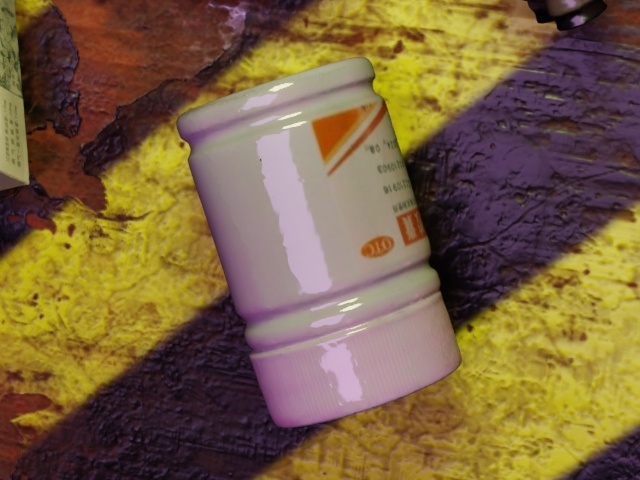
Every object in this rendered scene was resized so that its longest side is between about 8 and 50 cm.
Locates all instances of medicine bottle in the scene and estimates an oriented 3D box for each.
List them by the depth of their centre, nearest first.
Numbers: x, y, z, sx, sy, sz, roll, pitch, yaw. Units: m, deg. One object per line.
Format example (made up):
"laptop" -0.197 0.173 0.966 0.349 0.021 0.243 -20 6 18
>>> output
"medicine bottle" 0.000 0.000 1.658 0.202 0.202 0.316 -16 94 18

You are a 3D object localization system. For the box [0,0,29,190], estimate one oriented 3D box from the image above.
"box" -0.395 -0.169 1.777 0.164 0.069 0.257 -12 76 18

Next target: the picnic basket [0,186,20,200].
"picnic basket" -0.357 -0.073 1.830 0.083 0.072 0.072 7 102 -12

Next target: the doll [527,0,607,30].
"doll" 0.175 -0.317 1.579 0.117 0.182 0.257 -37 109 -5
